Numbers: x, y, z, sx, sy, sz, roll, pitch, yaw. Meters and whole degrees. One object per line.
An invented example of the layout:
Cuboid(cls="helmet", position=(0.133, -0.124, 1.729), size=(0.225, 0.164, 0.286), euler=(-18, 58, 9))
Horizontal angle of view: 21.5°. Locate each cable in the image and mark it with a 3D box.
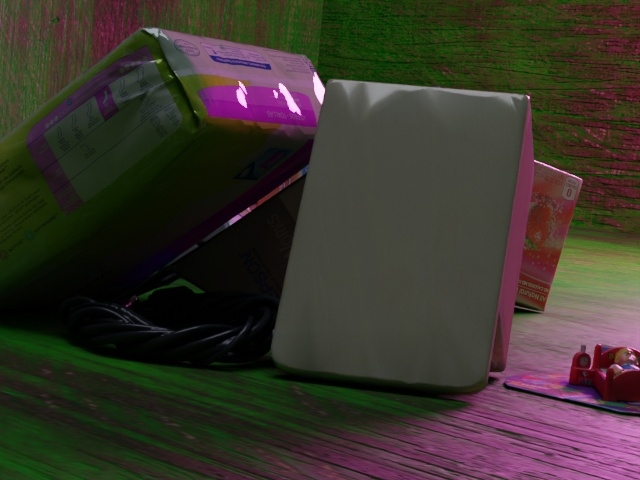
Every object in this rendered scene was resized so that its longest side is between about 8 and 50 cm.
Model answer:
Cuboid(cls="cable", position=(-0.107, 0.057, 1.233), size=(0.151, 0.047, 0.184), euler=(3, 5, -25))

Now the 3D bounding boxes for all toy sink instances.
Cuboid(cls="toy sink", position=(0.066, 0.018, 1.233), size=(0.153, 0.234, 0.131), euler=(5, -26, 12))

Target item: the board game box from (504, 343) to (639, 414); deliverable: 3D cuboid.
Cuboid(cls="board game box", position=(0.216, 0.095, 1.206), size=(0.133, 0.033, 0.169), euler=(2, 5, -43))

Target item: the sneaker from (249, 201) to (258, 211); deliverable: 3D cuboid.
Cuboid(cls="sneaker", position=(-0.051, -0.024, 1.914), size=(0.283, 0.124, 0.107), euler=(9, 6, 42))

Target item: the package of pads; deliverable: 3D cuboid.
Cuboid(cls="package of pads", position=(-0.158, -0.046, 1.340), size=(0.296, 0.101, 0.229), euler=(-35, -15, 25))

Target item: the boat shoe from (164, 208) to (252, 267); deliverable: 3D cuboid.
Cuboid(cls="boat shoe", position=(-0.118, -0.002, 1.834), size=(0.094, 0.109, 0.302), euler=(17, 8, -27))

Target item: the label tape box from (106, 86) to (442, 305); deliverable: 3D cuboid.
Cuboid(cls="label tape box", position=(0.000, 0.000, 1.475), size=(0.334, 0.106, 0.240), euler=(-34, -2, 9))

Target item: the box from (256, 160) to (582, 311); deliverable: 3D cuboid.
Cuboid(cls="box", position=(0.101, -0.039, 1.735), size=(0.300, 0.154, 0.142), euler=(19, -4, -34))
